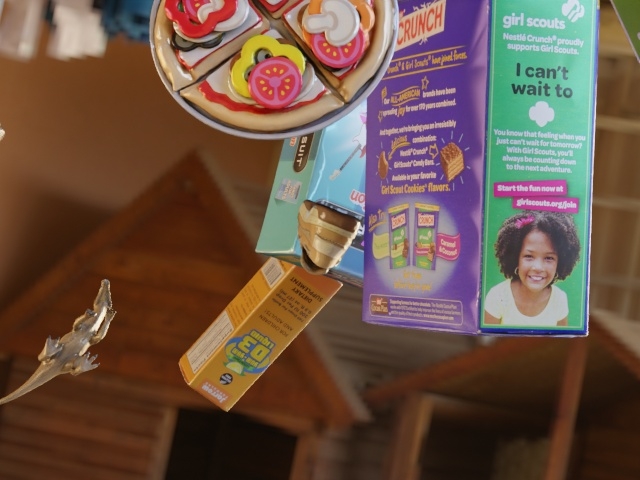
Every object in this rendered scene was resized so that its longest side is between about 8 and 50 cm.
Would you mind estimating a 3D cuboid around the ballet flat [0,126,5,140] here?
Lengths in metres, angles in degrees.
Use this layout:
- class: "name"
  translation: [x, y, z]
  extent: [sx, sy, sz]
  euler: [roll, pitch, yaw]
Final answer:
- class: "ballet flat"
  translation: [-0.410, -0.077, 1.756]
  extent: [0.206, 0.067, 0.073]
  euler: [-7, -21, 20]

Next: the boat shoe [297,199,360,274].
- class: "boat shoe"
  translation: [0.000, 0.000, 1.842]
  extent: [0.068, 0.072, 0.190]
  euler: [20, 2, 1]

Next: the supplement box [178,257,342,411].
- class: "supplement box"
  translation: [-0.079, 0.109, 2.291]
  extent: [0.078, 0.233, 0.080]
  euler: [36, 12, -27]

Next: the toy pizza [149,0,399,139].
- class: "toy pizza"
  translation: [-0.038, -0.177, 1.398]
  extent: [0.201, 0.201, 0.032]
  euler: [10, -18, 9]

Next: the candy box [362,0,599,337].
- class: "candy box"
  translation: [0.143, -0.074, 1.652]
  extent: [0.122, 0.317, 0.268]
  euler: [0, 1, -22]

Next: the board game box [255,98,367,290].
- class: "board game box"
  translation: [0.078, -0.110, 2.160]
  extent: [0.254, 0.336, 0.079]
  euler: [21, -12, -37]

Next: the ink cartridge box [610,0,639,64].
- class: "ink cartridge box"
  translation: [0.320, -0.298, 1.615]
  extent: [0.097, 0.189, 0.255]
  euler: [-12, -57, 35]

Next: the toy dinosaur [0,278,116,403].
- class: "toy dinosaur"
  translation: [-0.252, 0.114, 1.713]
  extent: [0.053, 0.183, 0.092]
  euler: [47, -19, -7]
